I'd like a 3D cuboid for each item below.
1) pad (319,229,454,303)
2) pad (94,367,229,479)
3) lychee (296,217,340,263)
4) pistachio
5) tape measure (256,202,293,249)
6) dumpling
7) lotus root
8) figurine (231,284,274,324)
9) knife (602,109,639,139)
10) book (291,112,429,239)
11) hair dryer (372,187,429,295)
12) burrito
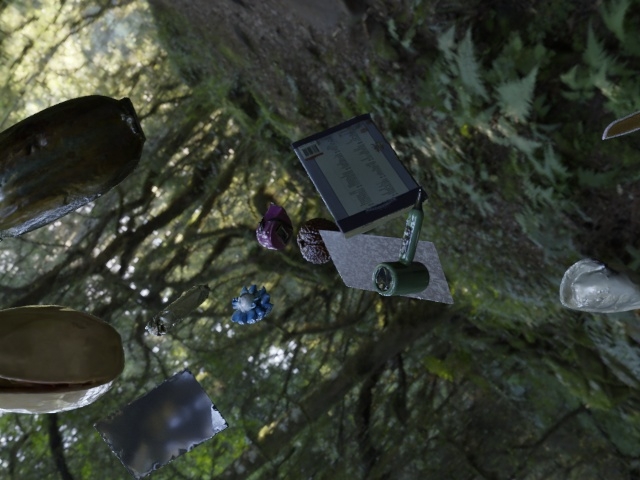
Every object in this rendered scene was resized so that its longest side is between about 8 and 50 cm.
[{"bbox_3d":[0.118,0.047,1.142,0.235,0.003,0.158,6,138,35],"label":"pad"},{"bbox_3d":[-0.291,0.339,1.148,0.143,0.211,0.003,58,-174,-11],"label":"pad"},{"bbox_3d":[-0.001,-0.003,1.603,0.123,0.123,0.129,41,-128,11],"label":"lychee"},{"bbox_3d":[-0.514,0.219,1.131,0.318,0.193,0.214,3,-165,-42],"label":"pistachio"},{"bbox_3d":[-0.140,-0.034,1.907,0.074,0.118,0.125,11,151,38],"label":"tape measure"},{"bbox_3d":[0.583,0.100,1.303,0.176,0.150,0.092,10,-126,-33],"label":"dumpling"},{"bbox_3d":[-0.327,-0.093,0.767,0.124,0.241,0.123,63,168,-22],"label":"lotus root"},{"bbox_3d":[-0.162,0.158,1.528,0.079,0.114,0.114,60,175,-36],"label":"figurine"},{"bbox_3d":[0.829,-0.314,1.589,0.022,0.256,0.046,-124,11,-71],"label":"knife"},{"bbox_3d":[0.064,-0.117,1.090,0.026,0.157,0.231,77,168,-55],"label":"book"},{"bbox_3d":[0.119,0.001,0.845,0.071,0.150,0.047,-1,-163,-39],"label":"hair dryer"},{"bbox_3d":[-0.341,0.167,1.532,0.058,0.188,0.045,35,149,26],"label":"burrito"}]
